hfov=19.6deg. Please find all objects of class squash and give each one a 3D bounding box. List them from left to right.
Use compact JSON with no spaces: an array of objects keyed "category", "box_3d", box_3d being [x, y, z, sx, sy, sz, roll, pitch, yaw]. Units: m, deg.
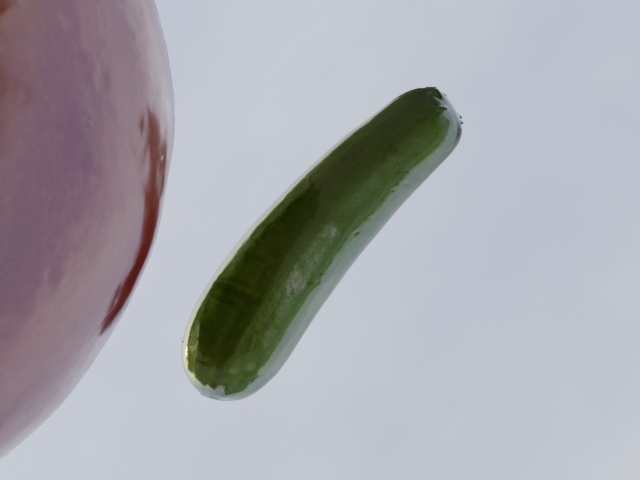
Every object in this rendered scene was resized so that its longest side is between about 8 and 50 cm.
[{"category":"squash","box_3d":[-0.001,-0.001,0.425,0.027,0.027,0.089,38,-93,17]}]

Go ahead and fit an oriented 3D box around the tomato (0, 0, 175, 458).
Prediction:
[{"category":"tomato","box_3d":[-0.124,-0.034,0.351,0.195,0.136,0.195,5,-121,-9]}]
